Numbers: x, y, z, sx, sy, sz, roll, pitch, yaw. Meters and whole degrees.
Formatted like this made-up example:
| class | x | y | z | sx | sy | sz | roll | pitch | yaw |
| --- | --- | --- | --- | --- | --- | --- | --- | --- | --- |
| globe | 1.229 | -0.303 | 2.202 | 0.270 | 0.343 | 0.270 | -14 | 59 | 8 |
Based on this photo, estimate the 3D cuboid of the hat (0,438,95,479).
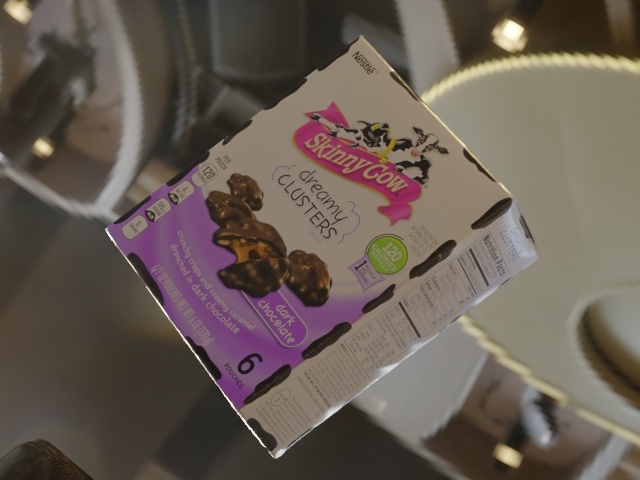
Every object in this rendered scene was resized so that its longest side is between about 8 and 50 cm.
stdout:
| class | x | y | z | sx | sy | sz | roll | pitch | yaw |
| --- | --- | --- | --- | --- | --- | --- | --- | --- | --- |
| hat | -0.143 | 0.189 | 0.983 | 0.331 | 0.134 | 0.331 | 27 | -25 | 14 |

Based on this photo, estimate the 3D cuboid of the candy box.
| class | x | y | z | sx | sy | sz | roll | pitch | yaw |
| --- | --- | --- | --- | --- | --- | --- | --- | --- | --- |
| candy box | 0.000 | 0.000 | 1.073 | 0.165 | 0.196 | 0.070 | 50 | -4 | 36 |
